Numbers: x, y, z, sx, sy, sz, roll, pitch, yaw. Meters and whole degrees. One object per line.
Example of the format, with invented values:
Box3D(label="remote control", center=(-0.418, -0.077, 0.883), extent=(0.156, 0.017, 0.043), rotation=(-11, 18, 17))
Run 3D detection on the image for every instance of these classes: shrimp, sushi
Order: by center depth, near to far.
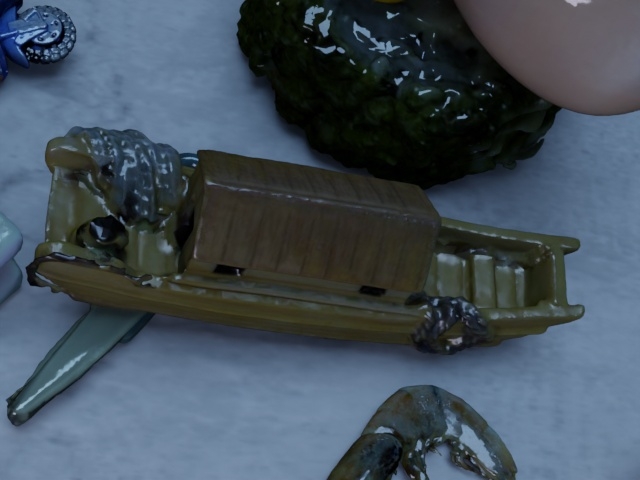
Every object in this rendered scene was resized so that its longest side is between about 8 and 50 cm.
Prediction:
Box3D(label="shrimp", center=(0.080, 0.209, 1.023), extent=(0.148, 0.035, 0.195), rotation=(40, 60, 6))
Box3D(label="sushi", center=(0.115, -0.211, 1.164), extent=(0.352, 0.178, 0.294), rotation=(-38, 79, -25))

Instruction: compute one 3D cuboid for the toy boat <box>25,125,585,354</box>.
Box3D(label="toy boat", center=(0.000, 0.000, 1.011), extent=(0.445, 0.162, 0.136), rotation=(10, 60, -19))

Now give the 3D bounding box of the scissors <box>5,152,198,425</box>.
Box3D(label="scissors", center=(-0.152, 0.043, 1.045), extent=(0.138, 0.041, 0.289), rotation=(37, 57, 7))

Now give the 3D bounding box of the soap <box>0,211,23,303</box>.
Box3D(label="soap", center=(-0.381, 0.054, 0.954), extent=(0.173, 0.095, 0.289), rotation=(39, 61, 9))

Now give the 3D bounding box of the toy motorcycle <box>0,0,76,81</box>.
Box3D(label="toy motorcycle", center=(-0.315, -0.203, 1.120), extent=(0.205, 0.076, 0.114), rotation=(37, 68, 8))

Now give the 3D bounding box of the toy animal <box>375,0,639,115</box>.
Box3D(label="toy animal", center=(0.188, -0.283, 0.979), extent=(0.345, 0.278, 0.247), rotation=(33, 53, 5))
